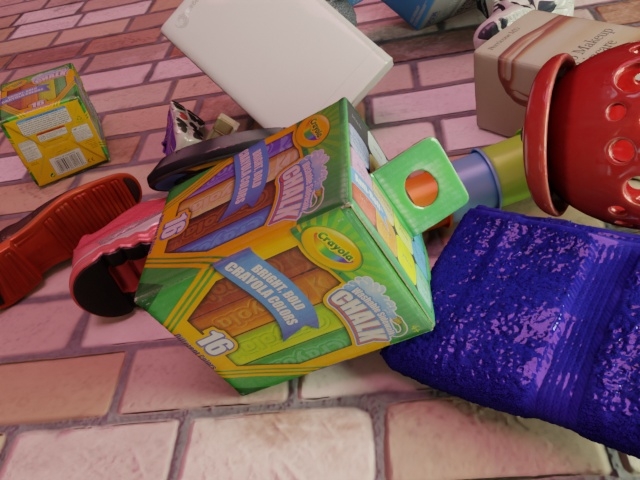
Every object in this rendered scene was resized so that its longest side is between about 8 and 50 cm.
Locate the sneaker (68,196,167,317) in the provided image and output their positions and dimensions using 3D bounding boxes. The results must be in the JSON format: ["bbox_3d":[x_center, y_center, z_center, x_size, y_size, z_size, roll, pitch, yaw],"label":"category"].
[{"bbox_3d":[-0.181,-0.027,0.826,0.314,0.115,0.136,-25,38,-13],"label":"sneaker"}]

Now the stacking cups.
[{"bbox_3d":[0.172,-0.070,0.781,0.317,0.096,0.096,-17,41,-2],"label":"stacking cups"}]

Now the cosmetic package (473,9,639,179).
[{"bbox_3d":[0.367,-0.196,0.835,0.153,0.129,0.296,-40,46,-24],"label":"cosmetic package"}]

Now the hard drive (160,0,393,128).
[{"bbox_3d":[-0.071,-0.294,0.969,0.307,0.040,0.203,44,95,9],"label":"hard drive"}]

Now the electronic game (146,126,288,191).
[{"bbox_3d":[-0.118,-0.103,0.857,0.229,0.048,0.229,-15,0,0],"label":"electronic game"}]

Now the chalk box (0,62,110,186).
[{"bbox_3d":[-0.466,-0.217,1.112,0.133,0.132,0.213,-23,41,-10],"label":"chalk box"}]

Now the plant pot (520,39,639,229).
[{"bbox_3d":[0.307,-0.103,0.634,0.174,0.191,0.191,5,44,34],"label":"plant pot"}]

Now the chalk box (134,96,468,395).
[{"bbox_3d":[0.000,0.000,0.628,0.289,0.180,0.179,-24,37,21],"label":"chalk box"}]

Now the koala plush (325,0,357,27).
[{"bbox_3d":[-0.018,-0.358,1.108,0.203,0.196,0.221,34,59,28],"label":"koala plush"}]

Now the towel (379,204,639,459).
[{"bbox_3d":[0.229,0.063,0.581,0.308,0.076,0.227,10,49,41],"label":"towel"}]

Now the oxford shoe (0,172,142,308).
[{"bbox_3d":[-0.381,-0.018,0.894,0.271,0.096,0.098,-37,39,-23],"label":"oxford shoe"}]

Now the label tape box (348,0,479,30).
[{"bbox_3d":[0.234,-0.490,1.121,0.348,0.249,0.115,-26,85,-10],"label":"label tape box"}]

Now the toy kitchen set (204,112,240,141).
[{"bbox_3d":[-0.150,-0.132,0.974,0.068,0.083,0.075,30,45,-11],"label":"toy kitchen set"}]

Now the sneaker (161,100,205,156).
[{"bbox_3d":[-0.238,-0.179,1.053,0.071,0.068,0.170,-48,24,17],"label":"sneaker"}]

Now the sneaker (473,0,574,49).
[{"bbox_3d":[0.307,-0.383,1.094,0.235,0.094,0.153,-36,43,-23],"label":"sneaker"}]
